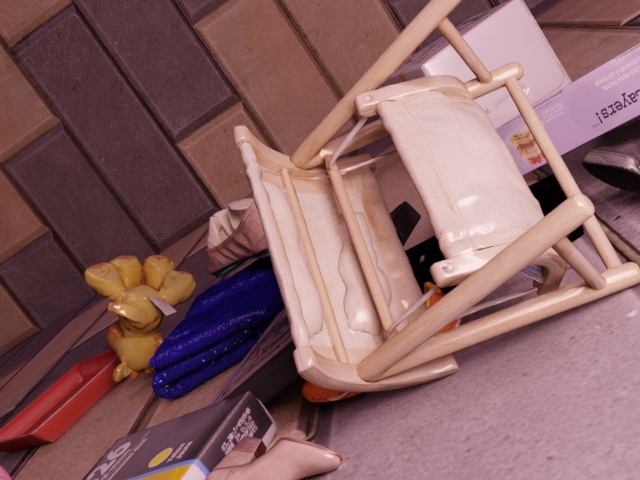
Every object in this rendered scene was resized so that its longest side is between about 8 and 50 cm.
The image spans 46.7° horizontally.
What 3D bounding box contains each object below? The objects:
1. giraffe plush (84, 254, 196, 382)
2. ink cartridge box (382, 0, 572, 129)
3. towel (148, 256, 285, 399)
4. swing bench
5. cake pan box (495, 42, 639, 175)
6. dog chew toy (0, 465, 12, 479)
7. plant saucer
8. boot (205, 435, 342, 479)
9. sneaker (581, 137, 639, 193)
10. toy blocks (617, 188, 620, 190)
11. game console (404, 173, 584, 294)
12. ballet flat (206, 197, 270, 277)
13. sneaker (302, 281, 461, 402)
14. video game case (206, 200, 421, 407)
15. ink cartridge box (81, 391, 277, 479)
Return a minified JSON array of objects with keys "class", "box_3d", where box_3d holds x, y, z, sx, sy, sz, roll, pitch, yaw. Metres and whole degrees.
[{"class":"giraffe plush","box_3d":[-0.307,0.143,1.274,0.181,0.171,0.210,-2,28,-28]},{"class":"ink cartridge box","box_3d":[0.260,-0.259,1.272,0.198,0.197,0.270,-36,12,-4]},{"class":"towel","box_3d":[-0.149,0.117,1.189,0.227,0.076,0.308,-33,11,11]},{"class":"swing bench","box_3d":[0.084,-0.032,0.638,0.254,0.165,0.253,-32,55,21]},{"class":"cake pan box","box_3d":[0.357,-0.177,0.808,0.245,0.070,0.267,-28,-2,-45]},{"class":"dog chew toy","box_3d":[-0.534,0.372,0.959,0.331,0.207,0.206,-21,15,17]},{"class":"plant saucer","box_3d":[-0.494,0.313,1.432,0.258,0.048,0.259,-24,15,43]},{"class":"boot","box_3d":[-0.047,0.210,0.622,0.118,0.042,0.087,-5,42,34]},{"class":"sneaker","box_3d":[0.323,-0.084,0.650,0.170,0.051,0.089,20,78,50]},{"class":"toy blocks","box_3d":[0.359,-0.104,0.727,0.148,0.054,0.123,-28,14,30]},{"class":"game console","box_3d":[0.199,-0.033,0.918,0.213,0.044,0.361,-28,13,20]},{"class":"ballet flat","box_3d":[-0.135,-0.014,1.279,0.107,0.106,0.316,-35,6,-31]},{"class":"sneaker","box_3d":[0.051,0.099,0.729,0.175,0.067,0.064,-34,13,8]},{"class":"video game case","box_3d":[-0.015,0.094,0.853,0.275,0.035,0.248,-44,4,35]},{"class":"ink cartridge box","box_3d":[-0.223,0.292,0.710,0.307,0.072,0.303,-25,16,31]}]
